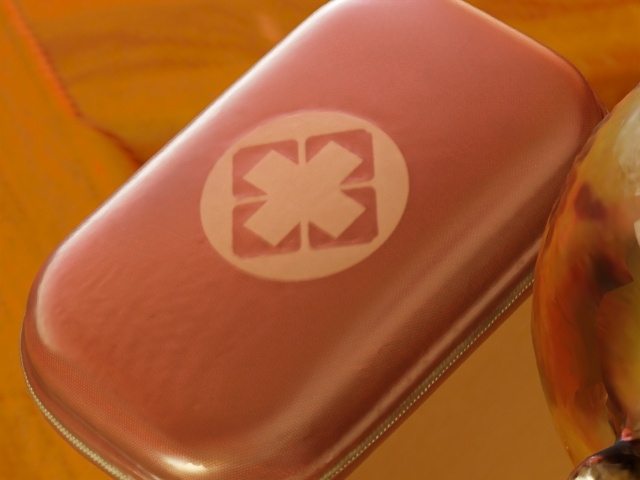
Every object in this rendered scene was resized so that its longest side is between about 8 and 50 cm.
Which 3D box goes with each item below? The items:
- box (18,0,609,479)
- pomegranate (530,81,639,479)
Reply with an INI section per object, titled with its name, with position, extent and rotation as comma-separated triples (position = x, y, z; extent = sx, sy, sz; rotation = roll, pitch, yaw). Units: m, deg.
[box]
position = 0.000, 0.000, 1.259
extent = 0.263, 0.108, 0.404
rotation = 32, 66, 32
[pomegranate]
position = 0.131, -0.005, 0.496
extent = 0.156, 0.156, 0.220
rotation = 24, 49, -8
